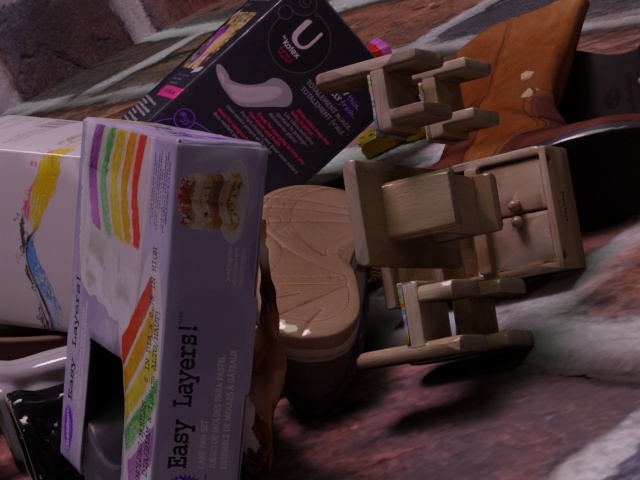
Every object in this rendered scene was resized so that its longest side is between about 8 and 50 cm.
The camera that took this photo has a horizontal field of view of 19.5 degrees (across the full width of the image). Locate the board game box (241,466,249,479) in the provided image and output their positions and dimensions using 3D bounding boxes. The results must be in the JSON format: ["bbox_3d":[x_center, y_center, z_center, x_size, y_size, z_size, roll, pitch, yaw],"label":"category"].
[{"bbox_3d":[-0.091,0.209,1.205,0.126,0.026,0.186,-25,15,-4],"label":"board game box"}]

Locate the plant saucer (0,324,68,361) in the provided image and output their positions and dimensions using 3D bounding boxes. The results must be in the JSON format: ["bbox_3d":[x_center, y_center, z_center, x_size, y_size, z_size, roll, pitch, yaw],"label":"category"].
[{"bbox_3d":[-0.303,0.077,1.772,0.278,0.041,0.278,1,11,0],"label":"plant saucer"}]

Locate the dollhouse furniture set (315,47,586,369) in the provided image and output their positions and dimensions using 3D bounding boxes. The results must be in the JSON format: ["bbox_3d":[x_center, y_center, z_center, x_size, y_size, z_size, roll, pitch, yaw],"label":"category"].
[{"bbox_3d":[0.070,-0.012,1.392,0.161,0.212,0.242,-13,-8,31],"label":"dollhouse furniture set"}]

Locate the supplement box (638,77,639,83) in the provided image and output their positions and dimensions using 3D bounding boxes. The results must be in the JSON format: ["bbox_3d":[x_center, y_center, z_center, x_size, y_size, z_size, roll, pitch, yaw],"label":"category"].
[{"bbox_3d":[0.306,-0.025,1.084,0.129,0.191,0.194,-25,16,-5],"label":"supplement box"}]

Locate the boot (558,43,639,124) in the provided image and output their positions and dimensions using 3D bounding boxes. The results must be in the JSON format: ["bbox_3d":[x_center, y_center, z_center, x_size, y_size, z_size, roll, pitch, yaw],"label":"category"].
[{"bbox_3d":[0.289,-0.126,1.708,0.115,0.112,0.305,4,-10,-38],"label":"boot"}]

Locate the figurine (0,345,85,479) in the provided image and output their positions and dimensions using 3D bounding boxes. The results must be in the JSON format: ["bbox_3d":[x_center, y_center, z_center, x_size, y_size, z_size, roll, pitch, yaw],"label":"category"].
[{"bbox_3d":[-0.156,0.120,1.524,0.209,0.092,0.215,-19,13,-15],"label":"figurine"}]

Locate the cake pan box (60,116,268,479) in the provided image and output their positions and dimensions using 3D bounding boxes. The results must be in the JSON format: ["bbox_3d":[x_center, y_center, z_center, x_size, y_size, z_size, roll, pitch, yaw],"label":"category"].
[{"bbox_3d":[-0.112,0.054,1.258,0.070,0.266,0.246,3,7,-19],"label":"cake pan box"}]

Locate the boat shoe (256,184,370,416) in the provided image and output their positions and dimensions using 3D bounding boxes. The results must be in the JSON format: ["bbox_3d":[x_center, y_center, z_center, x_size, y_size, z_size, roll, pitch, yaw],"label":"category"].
[{"bbox_3d":[-0.009,0.041,1.484,0.103,0.092,0.285,3,25,-3],"label":"boat shoe"}]

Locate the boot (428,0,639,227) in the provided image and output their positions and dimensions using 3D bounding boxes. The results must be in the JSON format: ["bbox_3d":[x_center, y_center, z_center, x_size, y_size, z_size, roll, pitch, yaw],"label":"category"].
[{"bbox_3d":[0.211,-0.116,1.626,0.264,0.096,0.280,-28,27,37],"label":"boot"}]

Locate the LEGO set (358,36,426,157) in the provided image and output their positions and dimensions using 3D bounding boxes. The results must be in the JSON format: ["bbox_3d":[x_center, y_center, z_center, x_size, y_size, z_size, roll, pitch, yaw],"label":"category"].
[{"bbox_3d":[0.072,-0.148,2.087,0.093,0.087,0.227,-28,22,-5],"label":"LEGO set"}]

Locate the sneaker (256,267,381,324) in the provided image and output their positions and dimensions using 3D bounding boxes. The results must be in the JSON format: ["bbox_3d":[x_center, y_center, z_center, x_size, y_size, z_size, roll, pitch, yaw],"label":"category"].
[{"bbox_3d":[-0.039,0.036,1.624,0.185,0.069,0.084,-10,-3,-21],"label":"sneaker"}]

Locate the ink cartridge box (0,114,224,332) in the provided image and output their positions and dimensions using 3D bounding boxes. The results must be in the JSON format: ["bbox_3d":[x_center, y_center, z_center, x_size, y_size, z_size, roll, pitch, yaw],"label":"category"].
[{"bbox_3d":[-0.224,-0.015,1.718,0.233,0.168,0.171,6,13,19],"label":"ink cartridge box"}]

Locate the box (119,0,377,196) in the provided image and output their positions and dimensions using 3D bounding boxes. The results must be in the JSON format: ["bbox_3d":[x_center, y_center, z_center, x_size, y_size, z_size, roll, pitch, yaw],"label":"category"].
[{"bbox_3d":[-0.074,-0.133,1.956,0.270,0.165,0.143,-42,16,-1],"label":"box"}]

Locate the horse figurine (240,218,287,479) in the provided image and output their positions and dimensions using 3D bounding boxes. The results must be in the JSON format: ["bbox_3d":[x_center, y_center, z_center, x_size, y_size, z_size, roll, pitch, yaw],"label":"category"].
[{"bbox_3d":[-0.070,0.072,1.343,0.066,0.174,0.263,-9,4,-17],"label":"horse figurine"}]
